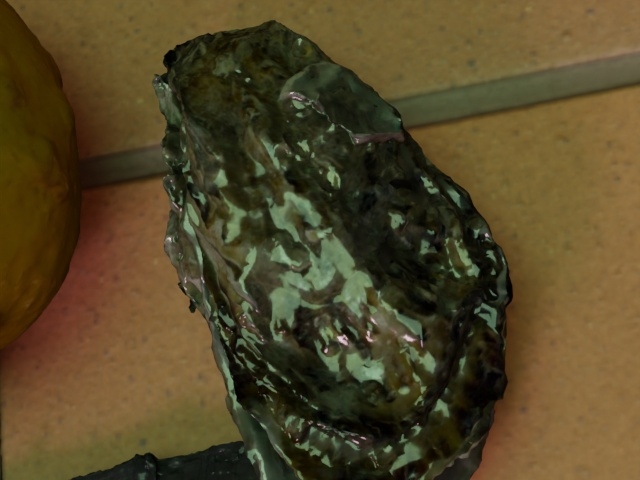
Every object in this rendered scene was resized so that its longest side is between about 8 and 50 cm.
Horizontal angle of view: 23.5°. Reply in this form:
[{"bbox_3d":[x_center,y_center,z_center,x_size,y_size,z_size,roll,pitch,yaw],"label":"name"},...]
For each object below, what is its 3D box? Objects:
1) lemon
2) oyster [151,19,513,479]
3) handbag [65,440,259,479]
[{"bbox_3d":[-0.270,-0.049,0.903,0.260,0.260,0.284,-16,79,11],"label":"lemon"},{"bbox_3d":[-0.005,-0.004,0.884,0.162,0.158,0.351,-6,57,-30],"label":"oyster"},{"bbox_3d":[-0.142,0.215,0.885,0.270,0.089,0.175,-13,63,12],"label":"handbag"}]
